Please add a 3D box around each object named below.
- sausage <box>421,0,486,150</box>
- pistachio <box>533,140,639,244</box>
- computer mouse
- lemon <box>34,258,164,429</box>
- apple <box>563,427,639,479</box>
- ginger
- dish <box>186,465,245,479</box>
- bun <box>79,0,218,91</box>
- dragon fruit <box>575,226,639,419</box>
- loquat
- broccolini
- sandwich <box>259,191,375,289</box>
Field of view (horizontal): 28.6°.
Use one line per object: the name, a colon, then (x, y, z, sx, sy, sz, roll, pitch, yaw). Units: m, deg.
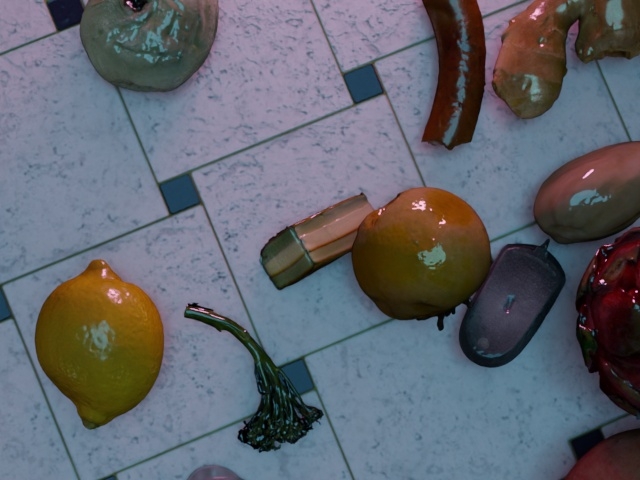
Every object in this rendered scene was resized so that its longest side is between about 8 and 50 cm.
sausage: (0.203, -0.284, 1.932, 0.103, 0.076, 0.302, 0, 86, -4)
pistachio: (0.428, -0.074, 1.911, 0.226, 0.136, 0.135, -30, 88, -11)
computer mouse: (0.289, 0.096, 1.916, 0.113, 0.068, 0.229, 31, 74, 12)
lemon: (-0.318, 0.149, 1.818, 0.187, 0.187, 0.244, -3, 88, -4)
apple: (0.513, 0.427, 1.803, 0.345, 0.269, 0.344, 0, 87, -4)
ginger: (0.430, -0.369, 1.940, 0.363, 0.122, 0.348, -7, 88, 3)
dish: (-0.168, 0.453, 1.857, 0.246, 0.078, 0.224, -13, 88, -4)
bun: (-0.257, -0.328, 1.892, 0.221, 0.108, 0.221, 0, 86, -4)
dragon fruit: (0.519, 0.114, 1.807, 0.329, 0.329, 0.329, 0, 86, -3)
loquat: (0.156, 0.023, 1.842, 0.213, 0.213, 0.213, 0, 86, -3)
broccolini: (-0.124, 0.210, 1.885, 0.271, 0.062, 0.123, 47, 70, -5)
sandwich: (0.000, 0.000, 1.930, 0.163, 0.113, 0.079, -28, 87, -40)
